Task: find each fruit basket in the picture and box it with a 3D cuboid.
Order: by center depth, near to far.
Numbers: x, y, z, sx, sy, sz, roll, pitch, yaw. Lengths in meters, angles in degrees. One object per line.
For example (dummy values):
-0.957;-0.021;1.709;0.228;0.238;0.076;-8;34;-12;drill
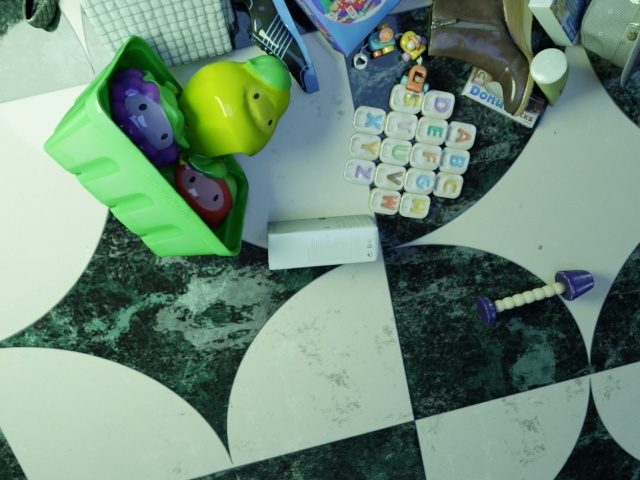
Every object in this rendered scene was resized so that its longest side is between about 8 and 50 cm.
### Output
-0.214;-0.180;0.815;0.392;0.282;0.392;-1;135;-1;fruit basket

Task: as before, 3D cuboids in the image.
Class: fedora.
0.599;-0.451;0.892;0.124;0.275;0.243;28;77;25;fedora

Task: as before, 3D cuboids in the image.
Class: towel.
-0.284;-0.436;0.773;0.235;0.283;0.121;-20;65;-6;towel

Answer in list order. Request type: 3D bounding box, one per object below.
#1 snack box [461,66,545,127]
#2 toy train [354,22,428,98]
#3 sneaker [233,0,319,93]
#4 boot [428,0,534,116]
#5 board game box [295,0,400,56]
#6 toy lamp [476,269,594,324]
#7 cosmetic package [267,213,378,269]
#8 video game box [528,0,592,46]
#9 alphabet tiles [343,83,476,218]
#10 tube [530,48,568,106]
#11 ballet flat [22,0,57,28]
0.401;-0.313;0.997;0.178;0.022;0.064;21;102;-12;snack box
0.159;-0.373;0.930;0.166;0.046;0.125;20;94;-9;toy train
-0.084;-0.388;0.896;0.091;0.081;0.232;-26;101;5;sneaker
0.324;-0.379;0.935;0.207;0.090;0.248;-1;95;2;boot
0.091;-0.553;0.818;0.347;0.078;0.233;-44;127;9;board game box
0.528;0.132;1.118;0.275;0.080;0.080;-15;108;0;toy lamp
0.000;0.000;0.999;0.231;0.117;0.085;-4;106;-7;cosmetic package
0.489;-0.504;0.878;0.205;0.048;0.187;2;110;-50;video game box
0.200;-0.192;1.013;0.278;0.021;0.284;8;105;-9;alphabet tiles
0.470;-0.329;0.913;0.070;0.240;0.062;-38;78;30;tube
-0.509;-0.478;0.832;0.058;0.049;0.173;10;105;-10;ballet flat
